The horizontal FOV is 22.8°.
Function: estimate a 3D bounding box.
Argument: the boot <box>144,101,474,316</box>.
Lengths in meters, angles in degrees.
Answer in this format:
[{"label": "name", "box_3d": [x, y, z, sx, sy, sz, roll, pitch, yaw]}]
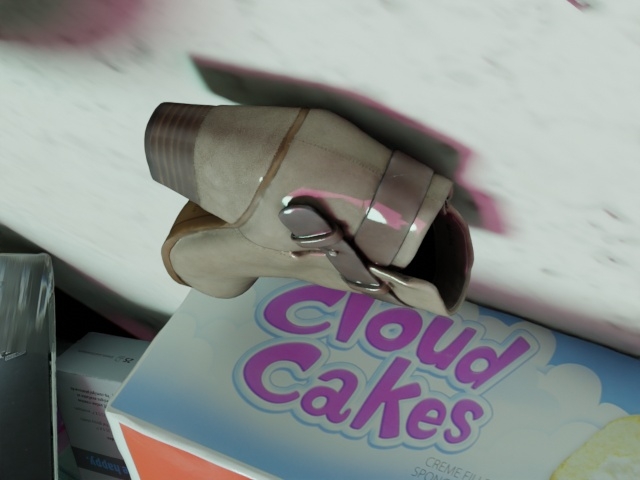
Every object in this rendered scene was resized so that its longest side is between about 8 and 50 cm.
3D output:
[{"label": "boot", "box_3d": [0.000, 0.000, 0.441, 0.087, 0.042, 0.118, 19, 163, 16]}]

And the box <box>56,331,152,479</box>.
[{"label": "box", "box_3d": [-0.044, 0.139, 0.751, 0.145, 0.038, 0.186, 7, 123, 34]}]

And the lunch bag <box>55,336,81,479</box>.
[{"label": "lunch bag", "box_3d": [-0.132, 0.137, 0.953, 0.224, 0.108, 0.279, 34, 162, -26]}]

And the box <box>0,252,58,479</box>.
[{"label": "box", "box_3d": [-0.223, 0.141, 0.824, 0.076, 0.243, 0.307, 2, 172, -30]}]

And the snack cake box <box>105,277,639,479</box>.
[{"label": "snack cake box", "box_3d": [0.074, 0.110, 0.513, 0.264, 0.089, 0.152, 18, 145, 25]}]
